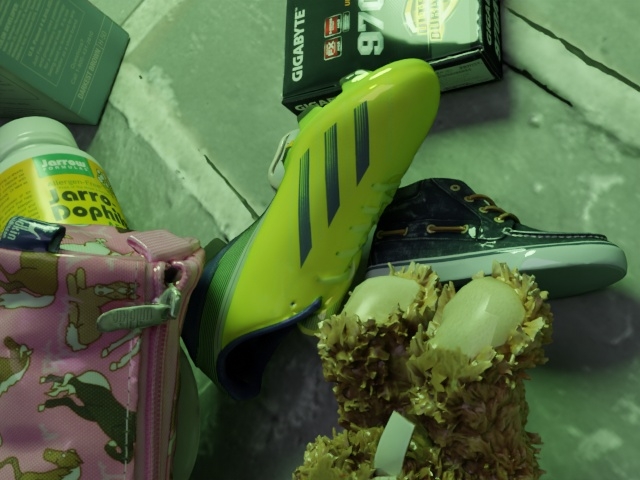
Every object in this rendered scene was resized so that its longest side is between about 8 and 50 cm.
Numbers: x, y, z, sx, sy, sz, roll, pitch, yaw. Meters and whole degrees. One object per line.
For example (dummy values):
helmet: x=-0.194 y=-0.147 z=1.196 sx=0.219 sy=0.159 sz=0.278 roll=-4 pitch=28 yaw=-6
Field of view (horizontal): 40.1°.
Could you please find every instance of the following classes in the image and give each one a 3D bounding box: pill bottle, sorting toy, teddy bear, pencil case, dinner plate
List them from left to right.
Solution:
pill bottle: x=-0.233 y=-0.010 z=0.778 sx=0.117 sy=0.117 sz=0.208 roll=-38 pitch=56 yaw=12
pencil case: x=-0.164 y=0.181 z=0.593 sx=0.160 sy=0.167 sz=0.386 roll=3 pitch=87 yaw=-9
dinner plate: x=-0.141 y=0.138 z=0.695 sx=0.141 sy=0.017 sz=0.141 roll=-6 pitch=81 yaw=47
sorting toy: x=-0.014 y=-0.068 z=0.725 sx=0.075 sy=0.044 sz=0.083 roll=8 pitch=75 yaw=53
teddy bear: x=0.060 y=0.173 z=0.521 sx=0.245 sy=0.113 sz=0.338 roll=-21 pitch=63 yaw=42

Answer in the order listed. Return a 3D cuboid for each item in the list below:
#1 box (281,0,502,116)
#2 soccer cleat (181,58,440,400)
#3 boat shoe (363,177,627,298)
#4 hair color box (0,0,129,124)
box: x=0.057 y=-0.218 z=0.729 sx=0.175 sy=0.051 sz=0.220 roll=-9 pitch=67 yaw=28
soccer cleat: x=0.001 y=0.000 z=0.629 sx=0.289 sy=0.093 sz=0.121 roll=-49 pitch=57 yaw=26
boat shoe: x=0.114 y=-0.005 z=0.602 sx=0.183 sy=0.065 sz=0.083 roll=-6 pitch=67 yaw=29
hair color box: x=-0.374 y=-0.238 z=0.794 sx=0.185 sy=0.374 sz=0.114 roll=9 pitch=76 yaw=33
